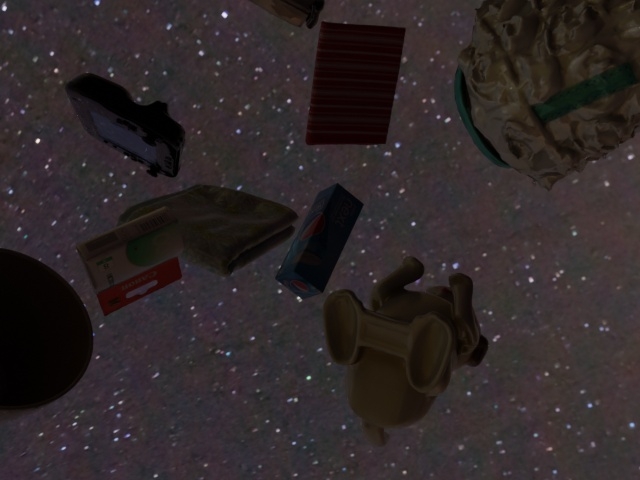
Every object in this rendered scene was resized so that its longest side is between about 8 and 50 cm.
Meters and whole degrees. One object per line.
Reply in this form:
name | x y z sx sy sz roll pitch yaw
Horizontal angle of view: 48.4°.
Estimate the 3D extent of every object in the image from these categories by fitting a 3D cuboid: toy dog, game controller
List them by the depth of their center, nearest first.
game controller | -0.282 -0.160 1.052 0.166 0.319 0.067 19 -98 -10
toy dog | 0.234 0.237 1.594 0.408 0.285 0.395 -19 -71 -57

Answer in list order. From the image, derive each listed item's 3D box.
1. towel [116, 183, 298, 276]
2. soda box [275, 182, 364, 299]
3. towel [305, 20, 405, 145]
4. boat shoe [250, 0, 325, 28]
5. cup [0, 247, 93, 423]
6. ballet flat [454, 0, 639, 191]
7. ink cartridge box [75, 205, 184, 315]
towel | -0.273 -0.043 1.808 0.321 0.090 0.374 18 -155 22
soda box | 0.000 0.000 1.304 0.071 0.067 0.210 38 -123 -20
towel | 0.073 -0.334 1.555 0.199 0.274 0.031 -3 -150 -21
boat shoe | -0.122 -0.452 1.025 0.341 0.158 0.127 18 -146 -25
cup | -0.628 0.213 1.321 0.331 0.237 0.331 30 -144 -25
ballet flat | 0.220 -0.185 0.475 0.147 0.147 0.409 44 -128 -14
ink cartridge box | -0.347 0.056 1.357 0.181 0.224 0.056 -27 -127 -22
